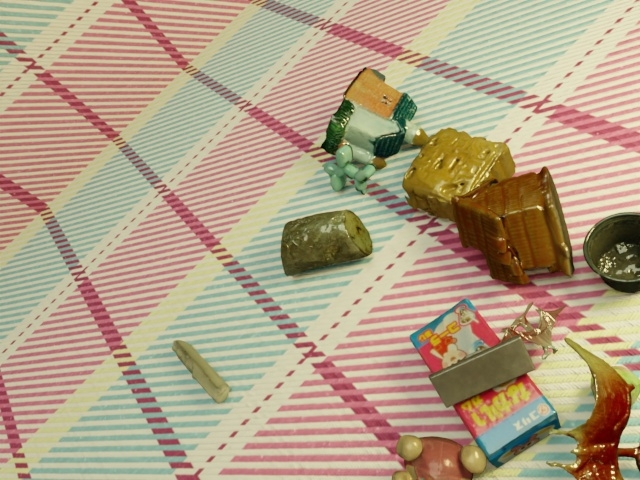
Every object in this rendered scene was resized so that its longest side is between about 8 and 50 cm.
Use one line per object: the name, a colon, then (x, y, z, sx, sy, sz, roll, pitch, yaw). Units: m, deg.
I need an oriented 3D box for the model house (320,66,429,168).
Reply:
model house: (0.180, -0.326, 1.610, 0.291, 0.184, 0.253, 28, 64, 12)

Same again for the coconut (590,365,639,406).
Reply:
coconut: (0.543, 0.273, 1.018, 0.081, 0.082, 0.083, 42, 109, 36)

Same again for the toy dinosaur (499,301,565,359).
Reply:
toy dinosaur: (0.436, 0.186, 1.118, 0.220, 0.032, 0.108, -21, 52, -29)

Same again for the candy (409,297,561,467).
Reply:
candy: (0.329, 0.284, 1.129, 0.157, 0.100, 0.305, -35, 47, 5)

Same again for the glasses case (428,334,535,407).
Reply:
glasses case: (0.309, 0.251, 1.056, 0.191, 0.042, 0.072, -28, 91, 12)

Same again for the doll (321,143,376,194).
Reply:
doll: (0.073, -0.196, 1.581, 0.159, 0.158, 0.059, 36, 55, 14)

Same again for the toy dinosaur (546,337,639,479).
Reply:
toy dinosaur: (0.462, 0.348, 0.954, 0.207, 0.113, 0.327, -19, 89, -18)

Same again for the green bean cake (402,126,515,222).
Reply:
green bean cake: (0.345, -0.165, 1.396, 0.224, 0.131, 0.229, 27, 76, 41)

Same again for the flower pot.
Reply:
flower pot: (0.623, 0.033, 1.112, 0.158, 0.107, 0.157, -17, 55, 25)

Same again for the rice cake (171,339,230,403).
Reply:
rice cake: (-0.333, 0.355, 1.512, 0.256, 0.057, 0.052, 32, 78, 41)

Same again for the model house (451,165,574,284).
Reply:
model house: (0.423, -0.027, 1.225, 0.229, 0.199, 0.219, -10, 22, 26)

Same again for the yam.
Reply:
yam: (0.000, 0.000, 1.492, 0.255, 0.154, 0.153, -14, 54, 26)

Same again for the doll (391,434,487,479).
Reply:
doll: (0.212, 0.497, 1.012, 0.196, 0.152, 0.255, -5, 68, 46)
